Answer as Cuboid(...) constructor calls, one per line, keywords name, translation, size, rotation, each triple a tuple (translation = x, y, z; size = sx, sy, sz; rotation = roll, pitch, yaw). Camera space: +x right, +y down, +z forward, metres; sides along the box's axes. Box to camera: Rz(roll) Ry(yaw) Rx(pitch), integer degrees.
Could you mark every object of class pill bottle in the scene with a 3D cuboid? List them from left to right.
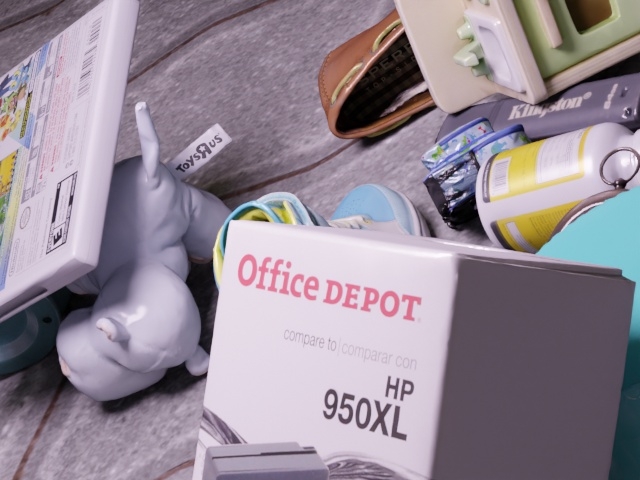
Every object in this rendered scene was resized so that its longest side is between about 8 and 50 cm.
Cuboid(name="pill bottle", translation=(0.244, -0.051, 1.832), size=(0.184, 0.103, 0.103), rotation=(-14, 35, 36))

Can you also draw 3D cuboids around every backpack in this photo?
Cuboid(name="backpack", translation=(0.158, -0.074, 1.964), size=(0.114, 0.084, 0.105), rotation=(-28, -8, 6))

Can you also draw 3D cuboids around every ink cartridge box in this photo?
Cuboid(name="ink cartridge box", translation=(0.045, 0.192, 1.393), size=(0.285, 0.166, 0.395), rotation=(9, 91, 55))

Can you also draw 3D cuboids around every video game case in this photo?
Cuboid(name="video game case", translation=(-0.308, -0.069, 2.110), size=(0.300, 0.036, 0.329), rotation=(-28, 47, 44))

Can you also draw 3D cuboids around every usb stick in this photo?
Cuboid(name="usb stick", translation=(0.234, -0.123, 2.020), size=(0.278, 0.045, 0.077), rotation=(-8, 38, 43))

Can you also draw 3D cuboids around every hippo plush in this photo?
Cuboid(name="hippo plush", translation=(-0.175, 0.048, 2.121), size=(0.294, 0.234, 0.236), rotation=(-36, 54, 35))

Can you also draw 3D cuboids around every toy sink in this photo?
Cuboid(name="toy sink", translation=(0.217, -0.234, 2.028), size=(0.234, 0.152, 0.131), rotation=(-25, 17, -8))

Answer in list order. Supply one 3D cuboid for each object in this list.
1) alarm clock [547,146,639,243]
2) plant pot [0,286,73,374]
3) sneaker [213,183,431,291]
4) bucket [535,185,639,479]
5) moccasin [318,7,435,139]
Cuboid(name="alarm clock", translation=(0.256, 0.003, 1.714), size=(0.129, 0.064, 0.192), rotation=(-12, 58, 33))
Cuboid(name="plant pot", translation=(-0.399, 0.010, 2.341), size=(0.272, 0.271, 0.255), rotation=(-26, 43, 20))
Cuboid(name="sneaker", translation=(0.000, 0.000, 1.924), size=(0.127, 0.208, 0.319), rotation=(-24, 29, 26))
Cuboid(name="bucket", translation=(0.271, 0.093, 1.486), size=(0.281, 0.183, 0.281), rotation=(-28, 28, 17))
Cuboid(name="moccasin", translation=(0.158, -0.239, 2.189), size=(0.380, 0.139, 0.147), rotation=(-28, 29, 16))
